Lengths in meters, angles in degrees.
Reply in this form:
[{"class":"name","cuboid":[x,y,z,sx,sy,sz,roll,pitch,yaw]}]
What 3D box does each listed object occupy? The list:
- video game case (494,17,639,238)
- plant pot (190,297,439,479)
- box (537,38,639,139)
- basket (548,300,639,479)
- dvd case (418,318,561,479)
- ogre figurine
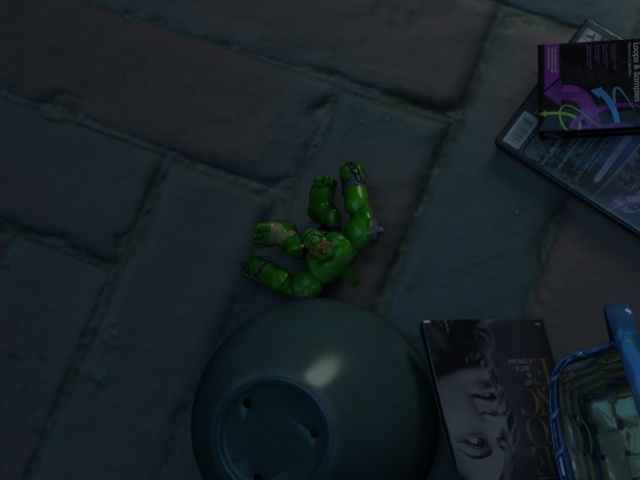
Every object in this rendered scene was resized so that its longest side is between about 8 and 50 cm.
[{"class":"video game case","cuboid":[0.377,-0.122,1.564,0.274,0.026,0.196,36,86,20]},{"class":"plant pot","cuboid":[-0.027,0.210,1.456,0.290,0.195,0.290,-1,88,15]},{"class":"box","cuboid":[0.343,-0.183,1.562,0.162,0.029,0.116,-2,74,13]},{"class":"basket","cuboid":[0.343,0.214,1.336,0.201,0.289,0.254,-13,69,6]},{"class":"dvd case","cuboid":[0.206,0.190,1.460,0.165,0.018,0.221,1,62,-25]},{"class":"ogre figurine","cuboid":[0.000,0.000,1.599,0.197,0.097,0.118,-32,50,-12]}]
